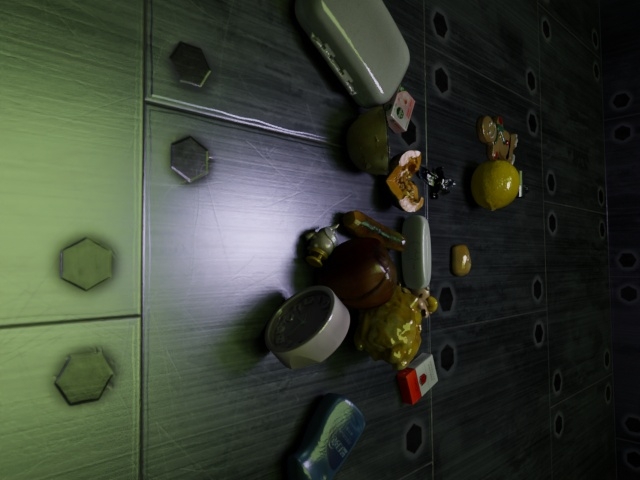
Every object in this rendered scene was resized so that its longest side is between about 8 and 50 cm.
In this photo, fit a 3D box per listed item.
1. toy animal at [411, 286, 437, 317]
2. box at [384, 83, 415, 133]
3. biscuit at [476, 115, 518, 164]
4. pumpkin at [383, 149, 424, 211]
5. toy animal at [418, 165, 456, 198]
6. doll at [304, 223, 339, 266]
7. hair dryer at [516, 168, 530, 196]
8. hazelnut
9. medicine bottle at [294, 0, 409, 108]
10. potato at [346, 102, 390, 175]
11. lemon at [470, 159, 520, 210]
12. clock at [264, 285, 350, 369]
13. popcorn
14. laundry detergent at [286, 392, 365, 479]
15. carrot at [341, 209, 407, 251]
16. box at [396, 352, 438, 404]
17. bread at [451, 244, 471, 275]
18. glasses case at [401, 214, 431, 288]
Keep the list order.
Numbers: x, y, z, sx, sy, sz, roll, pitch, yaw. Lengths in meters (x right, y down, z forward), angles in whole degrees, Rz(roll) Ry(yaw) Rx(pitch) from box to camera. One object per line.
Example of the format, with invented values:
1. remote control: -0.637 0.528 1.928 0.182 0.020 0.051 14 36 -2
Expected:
1. toy animal: 0.318 0.199 1.515 0.082 0.091 0.114 -22 105 -28
2. box: 0.246 -0.415 1.505 0.089 0.043 0.125 34 65 -37
3. biscuit: 0.740 -0.419 1.976 0.302 0.049 0.196 25 69 -39
4. pumpkin: 0.247 -0.180 1.450 0.119 0.108 0.183 -8 101 -36
5. toy animal: 0.409 -0.202 1.649 0.220 0.062 0.107 8 64 -42
6. doll: 0.000 0.000 1.235 0.084 0.073 0.127 29 67 -5
7. hair dryer: 0.888 -0.242 2.097 0.219 0.072 0.124 3 88 -50
8. hazelnut: 0.093 0.089 1.245 0.208 0.208 0.208 3 86 -44
9. medicine bottle: 0.102 -0.571 1.322 0.375 0.123 0.282 45 57 -31
10. potato: 0.131 -0.281 1.342 0.182 0.117 0.202 -10 96 -85
11. lemon: 0.660 -0.207 1.798 0.178 0.178 0.203 21 72 -41
12. clock: -0.032 0.198 1.100 0.068 0.197 0.197 53 55 -27
13. popcorn: 0.196 0.236 1.327 0.190 0.191 0.253 59 42 -42
14. laundry detergent: -0.001 0.534 1.182 0.290 0.094 0.143 -54 126 -32
15. carrot: 0.164 -0.024 1.392 0.260 0.070 0.070 20 74 -42
16. box: 0.311 0.440 1.521 0.152 0.048 0.100 -23 101 -40
17. bread: 0.516 0.071 1.726 0.082 0.056 0.115 13 79 -43
18. glasses case: 0.301 0.037 1.500 0.059 0.092 0.233 2 87 -39
